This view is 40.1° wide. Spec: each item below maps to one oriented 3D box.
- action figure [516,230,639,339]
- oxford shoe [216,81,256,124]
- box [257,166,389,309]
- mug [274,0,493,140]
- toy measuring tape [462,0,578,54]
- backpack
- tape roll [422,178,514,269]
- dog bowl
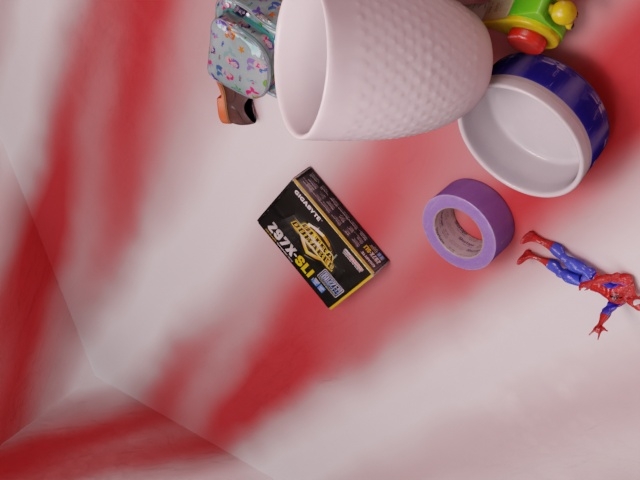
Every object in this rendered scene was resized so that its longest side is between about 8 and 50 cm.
[{"bbox_3d":[0.515,0.091,1.770,0.280,0.139,0.091,26,138,29],"label":"action figure"},{"bbox_3d":[-0.208,-0.411,2.194,0.098,0.097,0.271,12,135,17],"label":"oxford shoe"},{"bbox_3d":[0.000,0.000,2.305,0.322,0.079,0.257,51,146,3],"label":"box"},{"bbox_3d":[0.100,-0.334,1.560,0.374,0.328,0.276,-125,38,-55],"label":"mug"},{"bbox_3d":[0.348,-0.395,1.585,0.330,0.121,0.121,18,134,61],"label":"toy measuring tape"},{"bbox_3d":[-0.126,-0.434,1.979,0.253,0.191,0.225,27,144,7],"label":"backpack"},{"bbox_3d":[0.322,-0.035,1.917,0.189,0.080,0.189,29,138,30],"label":"tape roll"},{"bbox_3d":[0.391,-0.211,1.621,0.265,0.104,0.265,34,154,19],"label":"dog bowl"}]
